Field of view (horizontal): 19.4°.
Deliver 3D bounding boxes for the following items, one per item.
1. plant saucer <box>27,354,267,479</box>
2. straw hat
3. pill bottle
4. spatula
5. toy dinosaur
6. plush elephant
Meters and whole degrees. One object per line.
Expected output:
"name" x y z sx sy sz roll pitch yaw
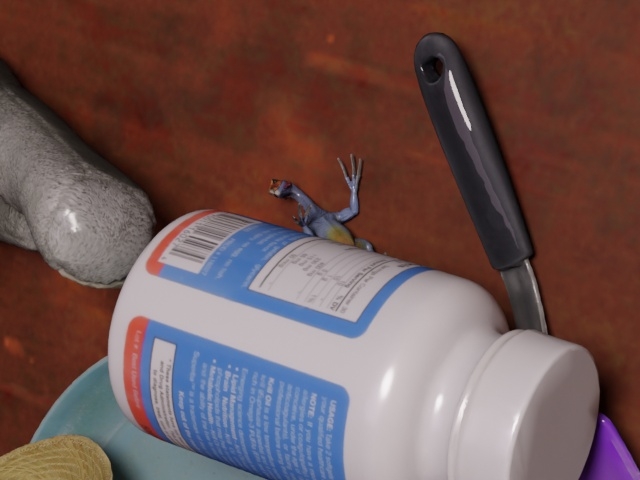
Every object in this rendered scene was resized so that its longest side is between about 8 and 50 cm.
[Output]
"plant saucer" -0.068 0.213 1.063 0.317 0.043 0.318 -1 88 40
"straw hat" -0.164 0.182 1.076 0.144 0.144 0.061 -9 125 37
"pill bottle" 0.017 0.067 0.911 0.221 0.124 0.124 17 104 31
"spatula" 0.100 0.035 0.944 0.084 0.030 0.296 -23 80 39
"toy dinosaur" 0.000 0.000 1.014 0.082 0.047 0.090 33 125 50
"plush elephant" -0.301 -0.017 1.109 0.255 0.272 0.330 -58 32 10
